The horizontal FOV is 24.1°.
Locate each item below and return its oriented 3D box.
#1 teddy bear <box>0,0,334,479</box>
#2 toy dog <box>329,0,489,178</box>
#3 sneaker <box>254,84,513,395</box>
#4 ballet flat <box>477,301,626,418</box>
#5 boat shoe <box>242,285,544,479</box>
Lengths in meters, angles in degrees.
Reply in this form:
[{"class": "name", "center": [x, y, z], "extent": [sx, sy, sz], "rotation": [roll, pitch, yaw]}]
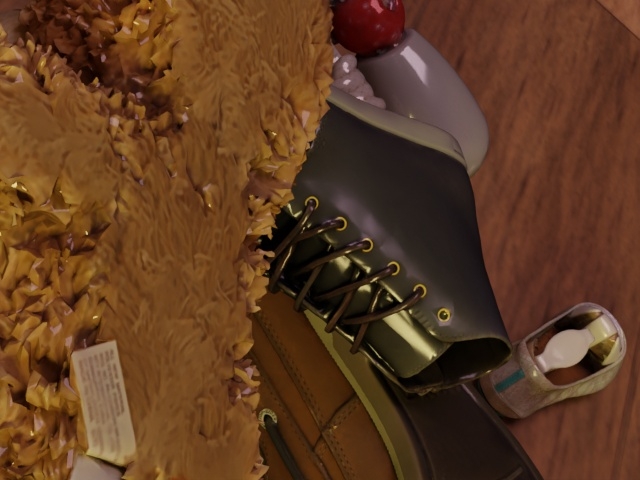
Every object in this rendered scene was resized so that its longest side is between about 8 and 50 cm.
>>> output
[{"class": "teddy bear", "center": [-0.089, 0.039, 0.451], "extent": [0.245, 0.113, 0.338], "rotation": [24, 65, -55]}, {"class": "toy dog", "center": [-0.050, -0.157, 0.895], "extent": [0.220, 0.161, 0.334], "rotation": [-22, 89, -54]}, {"class": "sneaker", "center": [0.000, 0.000, 0.646], "extent": [0.222, 0.083, 0.118], "rotation": [6, 54, -41]}, {"class": "ballet flat", "center": [0.160, 0.070, 0.939], "extent": [0.057, 0.052, 0.168], "rotation": [55, 37, 10]}, {"class": "boat shoe", "center": [0.033, 0.120, 0.734], "extent": [0.110, 0.104, 0.307], "rotation": [10, 49, -51]}]
